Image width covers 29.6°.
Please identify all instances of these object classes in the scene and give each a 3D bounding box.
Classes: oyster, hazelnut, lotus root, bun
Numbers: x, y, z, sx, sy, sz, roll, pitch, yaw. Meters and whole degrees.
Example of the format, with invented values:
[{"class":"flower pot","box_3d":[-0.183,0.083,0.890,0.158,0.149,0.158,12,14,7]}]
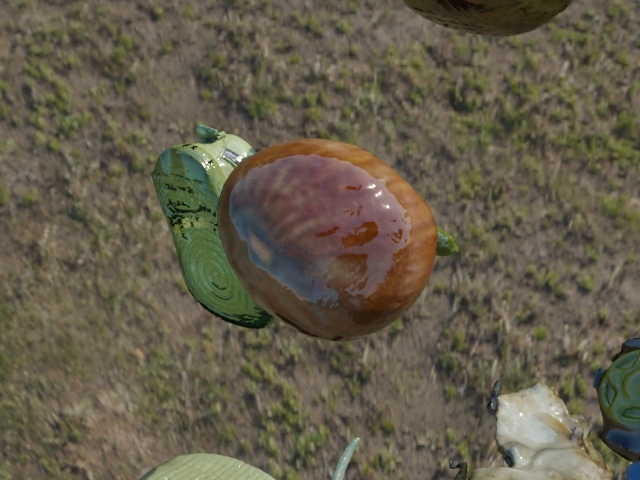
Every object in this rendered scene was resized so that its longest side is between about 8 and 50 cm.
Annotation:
[{"class":"oyster","box_3d":[0.180,0.217,1.013,0.133,0.337,0.197,-4,87,15]},{"class":"hazelnut","box_3d":[0.000,0.000,1.127,0.214,0.176,0.214,16,28,-9]},{"class":"lotus root","box_3d":[0.188,-0.288,1.312,0.145,0.260,0.128,2,95,-37]},{"class":"bun","box_3d":[-0.145,0.358,1.525,0.221,0.221,0.108,19,105,13]}]

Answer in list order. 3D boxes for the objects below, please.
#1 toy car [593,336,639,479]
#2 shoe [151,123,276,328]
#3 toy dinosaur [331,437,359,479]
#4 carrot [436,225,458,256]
[{"class":"toy car","box_3d":[0.259,0.192,0.687,0.166,0.198,0.314,-17,45,30]},{"class":"shoe","box_3d":[-0.102,-0.012,1.448,0.128,0.262,0.140,-38,31,-25]},{"class":"toy dinosaur","box_3d":[0.016,0.449,1.630,0.206,0.092,0.393,19,45,-6]},{"class":"carrot","box_3d":[0.063,-0.042,1.880,0.359,0.074,0.074,22,60,-21]}]
